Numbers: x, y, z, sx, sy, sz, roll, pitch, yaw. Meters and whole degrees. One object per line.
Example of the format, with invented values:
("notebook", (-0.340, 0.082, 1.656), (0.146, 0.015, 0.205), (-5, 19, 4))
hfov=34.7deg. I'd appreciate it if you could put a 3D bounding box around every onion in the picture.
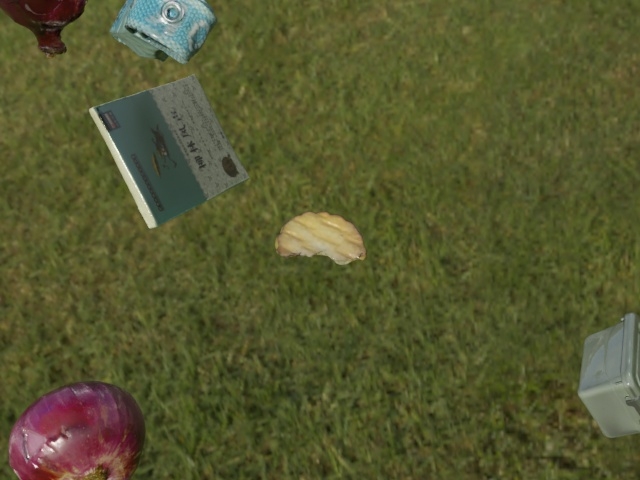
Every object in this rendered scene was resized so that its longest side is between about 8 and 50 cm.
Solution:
("onion", (-0.313, 0.258, 1.323), (0.177, 0.177, 0.153), (-13, 65, 1))
("onion", (-0.453, -0.392, 1.634), (0.140, 0.218, 0.195), (-20, 40, -39))

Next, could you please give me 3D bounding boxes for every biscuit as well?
("biscuit", (0.000, 0.000, 2.032), (0.183, 0.061, 0.118), (3, 59, -8))

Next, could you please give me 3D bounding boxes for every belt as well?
("belt", (-0.181, -0.241, 1.153), (0.072, 0.087, 0.302), (-63, 17, 1))

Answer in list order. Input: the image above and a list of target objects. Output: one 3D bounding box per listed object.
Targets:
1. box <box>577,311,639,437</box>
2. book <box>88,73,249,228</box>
("box", (0.440, 0.203, 1.498), (0.093, 0.124, 0.172), (-23, 22, 31))
("book", (-0.302, -0.192, 2.114), (0.031, 0.264, 0.379), (-25, 7, 30))
